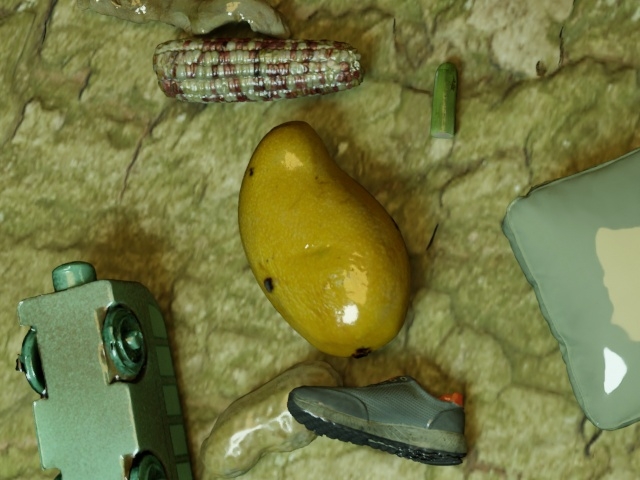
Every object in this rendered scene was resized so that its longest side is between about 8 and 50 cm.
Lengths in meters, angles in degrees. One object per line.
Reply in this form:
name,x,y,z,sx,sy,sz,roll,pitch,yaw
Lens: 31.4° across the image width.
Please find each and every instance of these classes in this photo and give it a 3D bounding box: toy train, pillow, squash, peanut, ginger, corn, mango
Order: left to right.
toy train,-0.217,0.183,1.181,0.129,0.159,0.326,-15,79,13
ginger,-0.166,-0.280,1.311,0.288,0.075,0.089,14,78,20
corn,-0.069,-0.190,1.265,0.237,0.079,0.079,0,79,10
peanut,-0.050,0.189,1.182,0.174,0.080,0.080,-34,73,9
mango,0.003,0.002,1.191,0.157,0.109,0.262,-30,68,16
squash,0.134,-0.153,1.229,0.027,0.027,0.083,2,80,14
pillow,0.361,0.015,1.092,0.322,0.120,0.255,-24,76,6

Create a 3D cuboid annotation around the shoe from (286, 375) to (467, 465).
shoe,0.060,0.167,1.136,0.194,0.074,0.077,19,70,-15
